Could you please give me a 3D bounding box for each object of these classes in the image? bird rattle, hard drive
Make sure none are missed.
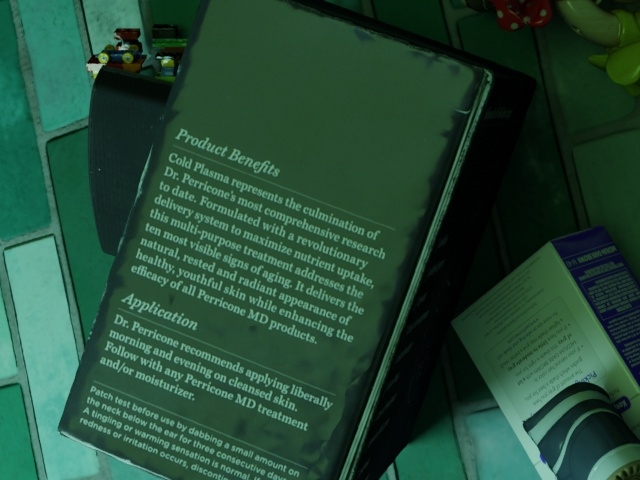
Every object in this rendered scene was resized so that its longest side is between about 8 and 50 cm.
[{"bbox_3d":[0.305,-0.277,1.815,0.253,0.143,0.207,36,79,4],"label":"bird rattle"},{"bbox_3d":[-0.211,-0.078,2.058,0.172,0.054,0.254,16,124,24],"label":"hard drive"}]

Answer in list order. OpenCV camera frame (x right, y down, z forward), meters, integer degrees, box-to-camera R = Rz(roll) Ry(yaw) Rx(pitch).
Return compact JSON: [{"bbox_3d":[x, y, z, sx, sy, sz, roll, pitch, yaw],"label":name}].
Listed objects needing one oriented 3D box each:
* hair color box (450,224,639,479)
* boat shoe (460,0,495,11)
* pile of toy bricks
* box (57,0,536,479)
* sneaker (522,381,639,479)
[{"bbox_3d":[0.305,0.176,1.797,0.185,0.110,0.339,-44,68,43],"label":"hair color box"},{"bbox_3d":[0.273,-0.390,1.852,0.095,0.112,0.335,36,101,27],"label":"boat shoe"},{"bbox_3d":[-0.175,-0.200,2.088,0.212,0.118,0.105,2,118,11],"label":"pile of toy bricks"},{"bbox_3d":[0.000,0.000,1.748,0.297,0.480,0.472,22,98,9],"label":"box"},{"bbox_3d":[0.271,0.268,1.716,0.282,0.099,0.153,93,156,-43],"label":"sneaker"}]
